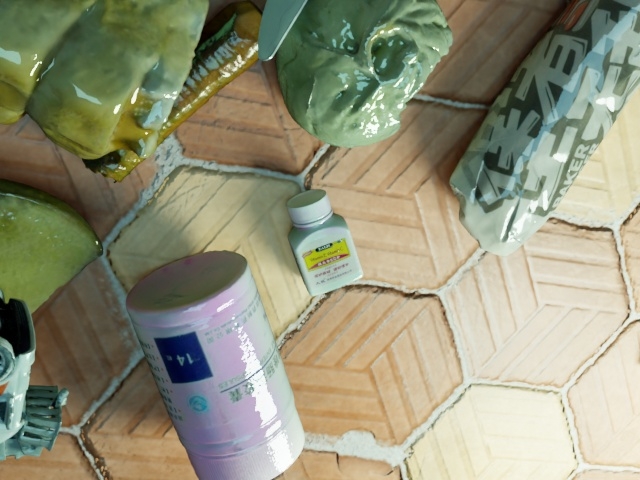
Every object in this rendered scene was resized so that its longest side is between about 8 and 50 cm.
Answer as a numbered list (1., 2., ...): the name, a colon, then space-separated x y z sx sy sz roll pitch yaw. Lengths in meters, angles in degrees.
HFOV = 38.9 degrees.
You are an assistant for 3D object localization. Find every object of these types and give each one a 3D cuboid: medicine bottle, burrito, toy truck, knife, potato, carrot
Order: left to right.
1. toy truck: -0.430 0.151 0.913 0.338 0.133 0.184 -1 116 -24
2. potato: -0.373 0.025 1.013 0.255 0.112 0.269 -18 125 -10
3. carrot: -0.158 -0.163 1.010 0.260 0.070 0.070 -43 113 7
4. medicine bottle: -0.121 0.157 1.092 0.152 0.152 0.254 -20 113 -5
5. knife: -0.005 -0.305 0.970 0.260 0.063 0.034 -55 153 -7
6. medicine bottle: 0.000 0.000 1.113 0.074 0.055 0.118 -19 113 -4
7. burrito: 0.304 -0.184 1.089 0.139 0.101 0.445 31 104 -10

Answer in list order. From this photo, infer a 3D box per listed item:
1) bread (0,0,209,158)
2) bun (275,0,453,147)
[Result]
1. bread: -0.279 -0.247 0.872 0.341 0.210 0.300 18 72 -23
2. bun: 0.053 -0.203 1.012 0.204 0.126 0.212 -5 112 -8
